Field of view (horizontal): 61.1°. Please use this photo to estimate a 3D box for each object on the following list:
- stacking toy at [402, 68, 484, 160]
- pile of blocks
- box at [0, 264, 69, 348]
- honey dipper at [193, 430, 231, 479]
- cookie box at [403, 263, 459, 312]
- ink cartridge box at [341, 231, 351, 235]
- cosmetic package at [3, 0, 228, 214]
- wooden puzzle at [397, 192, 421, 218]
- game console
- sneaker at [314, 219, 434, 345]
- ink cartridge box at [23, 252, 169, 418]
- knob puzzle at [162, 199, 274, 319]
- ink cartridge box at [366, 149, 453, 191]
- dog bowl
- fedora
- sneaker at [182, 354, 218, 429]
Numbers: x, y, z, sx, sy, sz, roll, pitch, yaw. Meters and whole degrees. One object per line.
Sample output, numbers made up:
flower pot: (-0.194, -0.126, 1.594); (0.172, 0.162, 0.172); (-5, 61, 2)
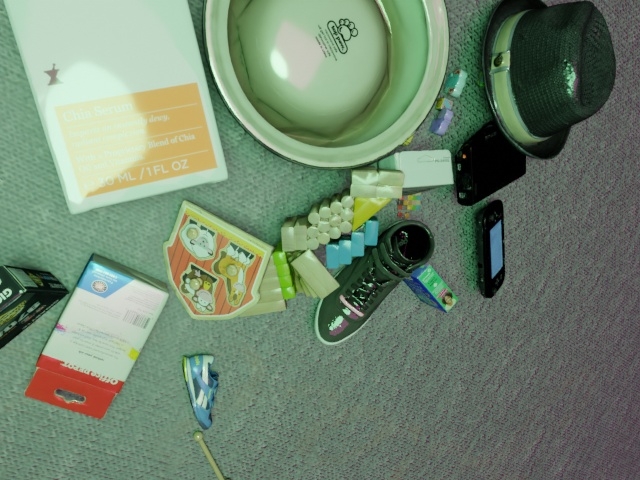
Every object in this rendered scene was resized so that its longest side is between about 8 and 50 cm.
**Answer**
stacking toy: (0.249, -0.269, 1.052); (0.167, 0.052, 0.221); (16, 93, -23)
pile of blocks: (0.000, 0.000, 0.938); (0.362, 0.112, 0.149); (-34, 101, 11)
box: (-0.488, 0.127, 0.768); (0.220, 0.175, 0.051); (-41, 90, -10)
honey dipper: (-0.200, 0.425, 1.018); (0.030, 0.030, 0.160); (-28, 107, -15)
cookie box: (0.210, 0.087, 1.081); (0.040, 0.092, 0.107); (-48, 113, -10)
ink cartridge box: (0.033, -0.016, 1.015); (0.083, 0.048, 0.028); (-13, 104, -19)
cosmetic package: (-0.302, -0.286, 0.774); (0.230, 0.161, 0.453); (-17, 105, -18)
wooden puzzle: (0.178, -0.085, 1.082); (0.049, 0.006, 0.083); (-1, 100, -21)
game console: (0.357, -0.061, 1.107); (0.213, 0.044, 0.361); (-27, 119, -37)
sneaker: (0.095, 0.068, 0.989); (0.104, 0.147, 0.295); (41, 80, 1)
ink cartridge box: (-0.359, 0.154, 0.877); (0.134, 0.078, 0.231); (28, 89, -23)
knob puzzle: (-0.186, 0.055, 0.896); (0.213, 0.030, 0.213); (6, 109, 19)
ink cartridge box: (0.153, -0.118, 0.984); (0.109, 0.150, 0.063); (-6, 89, -20)
dog bowl: (-0.001, -0.322, 0.892); (0.408, 0.150, 0.407); (-4, 100, -20)
fedora: (0.451, -0.325, 1.022); (0.334, 0.153, 0.333); (3, 85, -35)
sneaker: (-0.207, 0.271, 0.973); (0.059, 0.053, 0.144); (-13, 105, -21)
